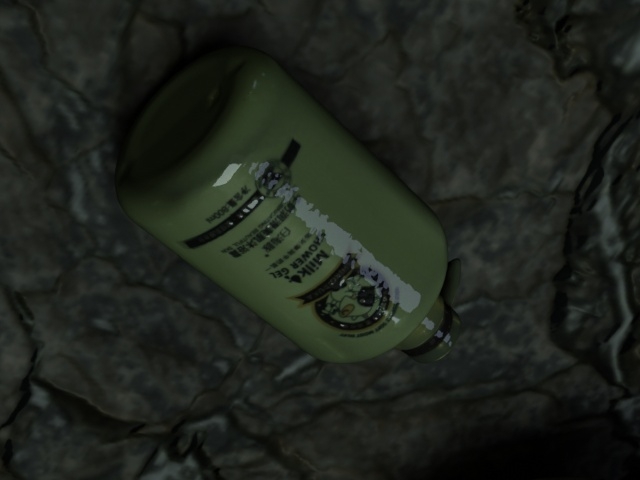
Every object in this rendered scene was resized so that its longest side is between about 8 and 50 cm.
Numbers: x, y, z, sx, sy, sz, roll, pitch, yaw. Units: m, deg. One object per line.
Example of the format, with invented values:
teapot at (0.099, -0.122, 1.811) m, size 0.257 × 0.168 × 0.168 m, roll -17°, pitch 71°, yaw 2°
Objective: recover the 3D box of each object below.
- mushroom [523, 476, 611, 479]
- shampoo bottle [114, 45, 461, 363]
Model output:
mushroom at (0.152, 0.261, 0.627) m, size 0.292 × 0.292 × 0.290 m, roll -48°, pitch 155°, yaw 14°
shampoo bottle at (0.000, 0.000, 0.483) m, size 0.079 × 0.079 × 0.162 m, roll -42°, pitch 124°, yaw 10°
